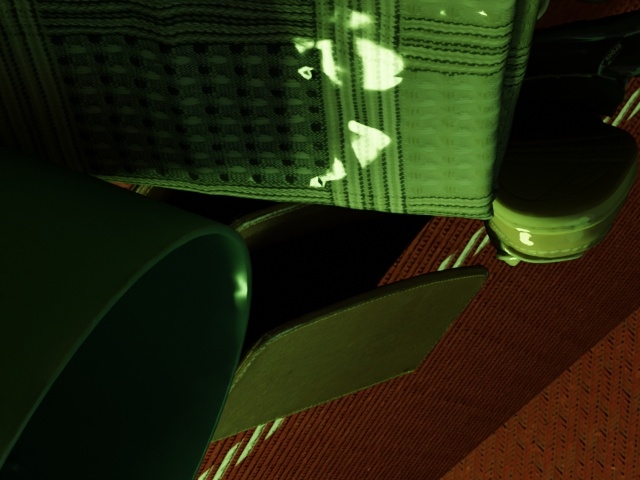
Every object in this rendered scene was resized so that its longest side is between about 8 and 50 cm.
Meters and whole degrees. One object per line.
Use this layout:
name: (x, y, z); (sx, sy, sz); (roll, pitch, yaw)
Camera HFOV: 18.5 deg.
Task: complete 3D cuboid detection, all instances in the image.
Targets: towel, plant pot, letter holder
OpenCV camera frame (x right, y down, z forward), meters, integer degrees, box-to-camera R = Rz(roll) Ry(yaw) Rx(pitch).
towel: (-0.058, -0.095, 0.895); (0.324, 0.312, 0.056); (89, 10, -65)
plant pot: (-0.207, 0.076, 0.956); (0.293, 0.235, 0.293); (-58, 165, -25)
letter holder: (0.000, 0.000, 1.414); (0.302, 0.152, 0.214); (-13, 147, -55)

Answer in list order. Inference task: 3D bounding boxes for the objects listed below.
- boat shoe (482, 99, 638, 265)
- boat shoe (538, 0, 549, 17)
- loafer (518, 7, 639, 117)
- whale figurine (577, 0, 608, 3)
boat shoe: (0.179, -0.035, 1.512); (0.121, 0.110, 0.341); (1, -164, 6)
boat shoe: (0.109, -0.169, 1.288); (0.096, 0.088, 0.267); (-52, 168, -32)
loafer: (0.206, -0.130, 1.499); (0.220, 0.078, 0.080); (-12, -176, 11)
whale figurine: (0.299, -0.262, 1.455); (0.272, 0.141, 0.216); (-17, 168, 9)
